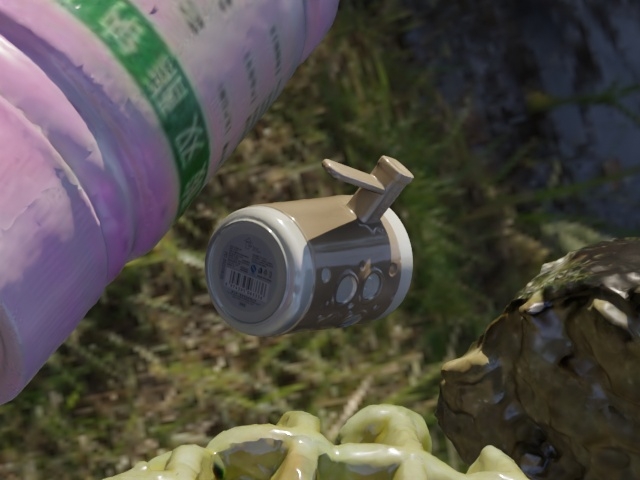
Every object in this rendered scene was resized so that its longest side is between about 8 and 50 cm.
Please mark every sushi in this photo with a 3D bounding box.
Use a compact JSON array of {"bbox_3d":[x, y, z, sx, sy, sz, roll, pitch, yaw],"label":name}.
[{"bbox_3d":[0.233,0.121,0.903,0.171,0.350,0.210,-17,129,-47],"label":"sushi"}]

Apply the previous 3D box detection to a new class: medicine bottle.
[{"bbox_3d":[-0.152,-0.089,0.969,0.325,0.212,0.212,-52,121,-34],"label":"medicine bottle"}]

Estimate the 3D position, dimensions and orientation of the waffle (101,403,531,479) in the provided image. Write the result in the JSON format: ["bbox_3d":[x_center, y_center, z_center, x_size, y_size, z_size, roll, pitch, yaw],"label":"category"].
[{"bbox_3d":[0.040,0.160,0.631,0.292,0.309,0.056,-11,126,-41],"label":"waffle"}]

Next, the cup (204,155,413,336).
[{"bbox_3d":[0.002,0.008,0.917,0.099,0.102,0.074,-8,71,-51],"label":"cup"}]
